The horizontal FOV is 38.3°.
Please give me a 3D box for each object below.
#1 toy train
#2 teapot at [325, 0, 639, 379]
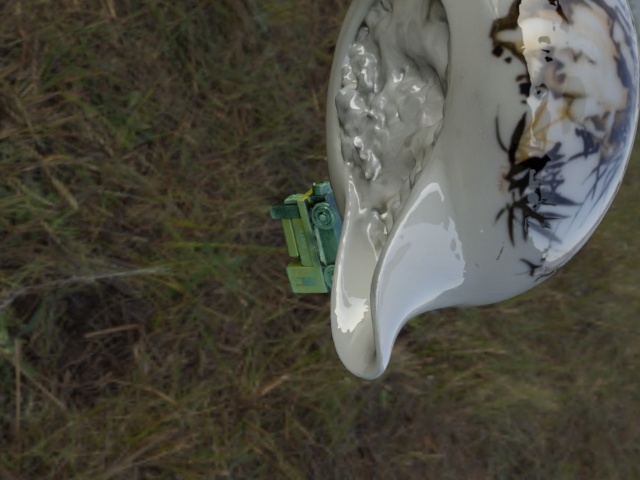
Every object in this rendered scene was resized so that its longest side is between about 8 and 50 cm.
[{"bbox_3d":[0.000,0.000,0.908,0.050,0.081,0.122,-38,119,-52],"label":"toy train"},{"bbox_3d":[0.062,-0.089,0.490,0.166,0.208,0.299,-10,83,-17],"label":"teapot"}]
